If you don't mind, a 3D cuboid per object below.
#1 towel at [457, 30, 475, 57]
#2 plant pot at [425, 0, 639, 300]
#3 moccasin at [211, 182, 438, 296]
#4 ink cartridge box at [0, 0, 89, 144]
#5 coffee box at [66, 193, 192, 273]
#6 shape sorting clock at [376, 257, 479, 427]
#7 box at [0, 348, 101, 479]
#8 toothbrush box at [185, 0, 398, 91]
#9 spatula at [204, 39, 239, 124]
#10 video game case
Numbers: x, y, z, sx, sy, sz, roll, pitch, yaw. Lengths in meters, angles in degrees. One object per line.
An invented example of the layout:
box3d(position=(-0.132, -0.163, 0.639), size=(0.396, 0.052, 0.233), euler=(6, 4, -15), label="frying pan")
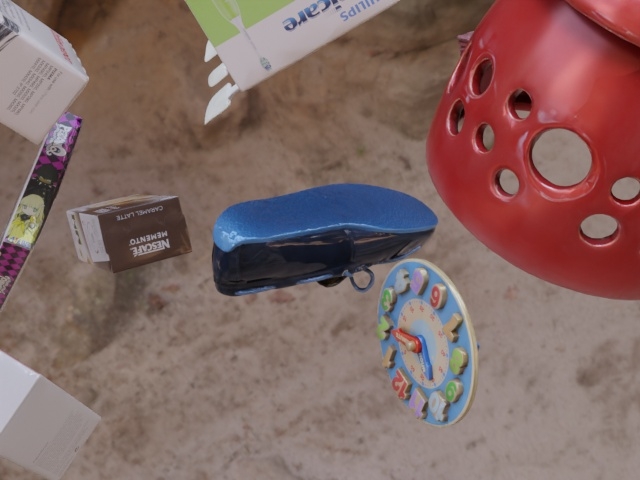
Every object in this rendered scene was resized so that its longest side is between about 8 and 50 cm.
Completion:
box3d(position=(0.372, -0.249, 1.213), size=(0.237, 0.037, 0.329), euler=(-26, 33, -35), label="towel")
box3d(position=(0.176, -0.090, 0.543), size=(0.191, 0.174, 0.191), euler=(12, 40, -10), label="plant pot")
box3d(position=(0.000, 0.000, 1.261), size=(0.341, 0.117, 0.138), euler=(-4, 35, -31), label="moccasin")
box3d(position=(-0.389, -0.228, 1.040), size=(0.100, 0.237, 0.172), euler=(-51, 34, 8), label="ink cartridge box")
box3d(position=(-0.329, -0.017, 1.608), size=(0.141, 0.098, 0.246), euler=(-16, 10, -23), label="coffee box")
box3d(position=(0.123, 0.124, 1.145), size=(0.040, 0.206, 0.206), euler=(-12, 35, -24), label="shape sorting clock")
box3d(position=(-0.343, 0.181, 1.042), size=(0.130, 0.170, 0.091), euler=(26, 72, 20), label="box")
box3d(position=(-0.071, -0.343, 1.042), size=(0.206, 0.283, 0.122), euler=(-29, 20, 10), label="toothbrush box")
box3d(position=(-0.130, -0.309, 1.553), size=(0.242, 0.019, 0.168), euler=(-27, 53, 51), label="spatula")
box3d(position=(-0.388, -0.029, 1.251), size=(0.232, 0.041, 0.210), euler=(-43, 29, 52), label="video game case")
